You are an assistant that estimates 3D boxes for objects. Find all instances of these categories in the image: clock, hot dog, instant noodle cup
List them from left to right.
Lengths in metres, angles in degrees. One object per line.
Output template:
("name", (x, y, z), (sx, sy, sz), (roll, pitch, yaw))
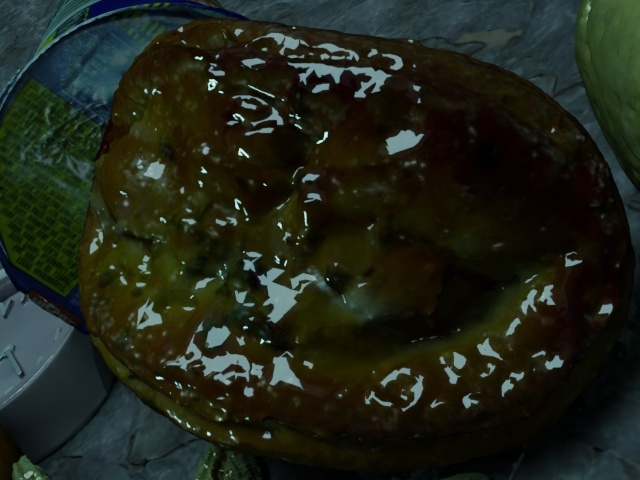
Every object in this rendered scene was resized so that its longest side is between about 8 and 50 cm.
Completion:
("clock", (-0.262, 0.104, 1.131), (0.197, 0.068, 0.197), (-25, 36, 20))
("instant noodle cup", (-0.146, -0.106, 1.122), (0.284, 0.284, 0.312), (-35, 26, 5))
("hot dog", (0.000, 0.000, 0.828), (0.388, 0.174, 0.266), (13, 101, 28))

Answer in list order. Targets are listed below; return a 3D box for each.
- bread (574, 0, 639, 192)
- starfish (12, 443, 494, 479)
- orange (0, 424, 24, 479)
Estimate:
("bread", (0.295, -0.133, 0.738), (0.321, 0.237, 0.320), (-27, 32, 19))
("starfish", (-0.059, 0.196, 0.820), (0.347, 0.078, 0.358), (-11, 22, 15))
("orange", (-0.330, 0.193, 0.943), (0.240, 0.240, 0.171), (36, 110, 55))
